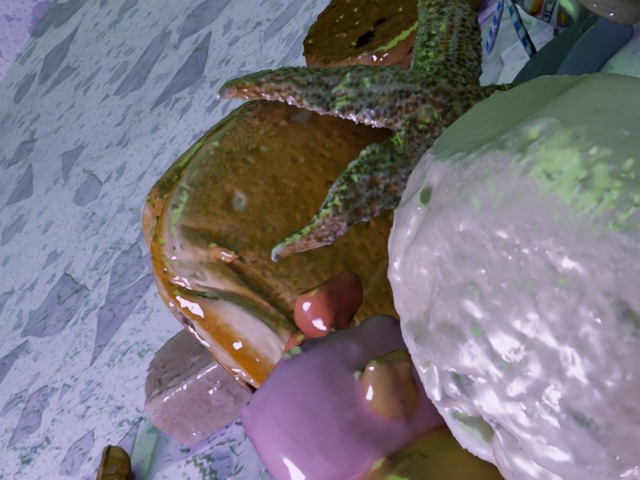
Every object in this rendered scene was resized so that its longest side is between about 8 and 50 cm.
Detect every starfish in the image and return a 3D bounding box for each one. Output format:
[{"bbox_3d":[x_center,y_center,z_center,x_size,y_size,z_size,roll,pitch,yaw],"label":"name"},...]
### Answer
[{"bbox_3d":[0.104,-0.087,1.179,0.358,0.347,0.078,-49,3,-24],"label":"starfish"}]

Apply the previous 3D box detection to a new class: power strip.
[{"bbox_3d":[0.238,-0.132,1.341,0.137,0.044,0.216,-16,41,47],"label":"power strip"}]

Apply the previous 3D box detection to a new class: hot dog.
[{"bbox_3d":[-0.245,0.322,1.494,0.216,0.047,0.066,-82,4,-48],"label":"hot dog"}]

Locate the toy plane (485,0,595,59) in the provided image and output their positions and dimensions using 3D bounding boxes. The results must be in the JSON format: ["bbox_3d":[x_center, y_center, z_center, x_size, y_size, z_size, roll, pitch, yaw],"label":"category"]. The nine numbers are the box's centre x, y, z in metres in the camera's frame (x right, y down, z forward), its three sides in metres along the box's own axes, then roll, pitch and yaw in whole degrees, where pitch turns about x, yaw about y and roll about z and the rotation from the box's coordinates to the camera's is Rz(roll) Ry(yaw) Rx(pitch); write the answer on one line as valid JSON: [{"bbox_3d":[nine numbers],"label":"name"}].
[{"bbox_3d":[0.236,-0.301,1.512,0.273,0.107,0.182,-122,35,-69],"label":"toy plane"}]

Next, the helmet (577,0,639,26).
[{"bbox_3d":[0.307,-0.279,1.289,0.137,0.204,0.257,-60,39,20],"label":"helmet"}]

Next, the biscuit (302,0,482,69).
[{"bbox_3d":[0.103,-0.296,1.723,0.296,0.075,0.296,-33,28,20],"label":"biscuit"}]

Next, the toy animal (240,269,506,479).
[{"bbox_3d":[0.059,0.172,1.030,0.169,0.281,0.195,-38,-17,-23],"label":"toy animal"}]

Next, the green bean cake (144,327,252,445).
[{"bbox_3d":[-0.111,0.139,1.482,0.179,0.085,0.109,-33,32,28],"label":"green bean cake"}]

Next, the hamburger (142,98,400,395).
[{"bbox_3d":[-0.001,0.009,1.247,0.284,0.304,0.174,-45,15,-13],"label":"hamburger"}]

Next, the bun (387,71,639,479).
[{"bbox_3d":[0.188,0.062,0.877,0.227,0.352,0.349,-43,-12,-9],"label":"bun"}]
